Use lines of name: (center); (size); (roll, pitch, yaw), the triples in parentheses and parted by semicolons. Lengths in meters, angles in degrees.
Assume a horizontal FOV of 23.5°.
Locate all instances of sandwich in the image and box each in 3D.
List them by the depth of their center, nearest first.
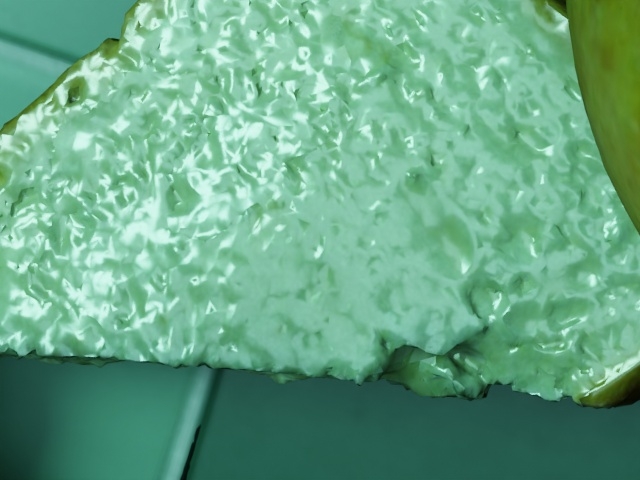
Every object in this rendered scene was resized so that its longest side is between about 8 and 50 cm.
sandwich: (-0.001, 0.001, 0.603); (0.288, 0.099, 0.254); (-42, 92, 10)

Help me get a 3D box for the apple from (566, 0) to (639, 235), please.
apple: (0.266, -0.103, 0.417); (0.400, 0.333, 0.400); (2, 80, -10)
